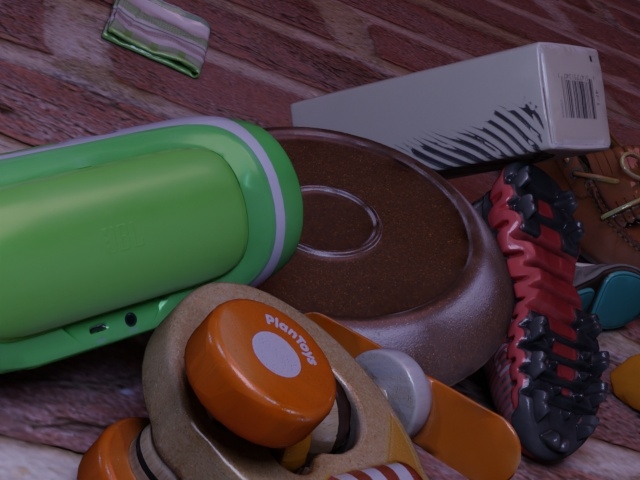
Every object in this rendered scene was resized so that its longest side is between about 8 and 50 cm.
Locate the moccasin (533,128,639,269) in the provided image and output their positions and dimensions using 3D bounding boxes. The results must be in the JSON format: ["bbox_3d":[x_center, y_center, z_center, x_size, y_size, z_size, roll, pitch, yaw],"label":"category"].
[{"bbox_3d":[0.331,-0.054,1.561,0.139,0.147,0.380,15,26,-27],"label":"moccasin"}]

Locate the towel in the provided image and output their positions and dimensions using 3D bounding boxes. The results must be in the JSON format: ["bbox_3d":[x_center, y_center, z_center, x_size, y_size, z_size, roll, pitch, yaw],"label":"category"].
[{"bbox_3d":[-0.172,-0.227,1.538,0.113,0.023,0.152,22,24,-11],"label":"towel"}]

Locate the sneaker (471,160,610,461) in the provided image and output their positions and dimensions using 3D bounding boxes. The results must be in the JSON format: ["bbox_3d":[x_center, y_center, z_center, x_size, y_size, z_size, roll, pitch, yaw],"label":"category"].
[{"bbox_3d":[0.155,0.070,1.178,0.098,0.135,0.276,28,43,-32],"label":"sneaker"}]

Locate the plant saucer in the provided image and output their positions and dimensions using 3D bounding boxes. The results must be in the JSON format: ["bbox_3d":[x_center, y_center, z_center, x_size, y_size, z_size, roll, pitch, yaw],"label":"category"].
[{"bbox_3d":[0.000,0.000,1.086,0.311,0.050,0.310,8,38,-6],"label":"plant saucer"}]

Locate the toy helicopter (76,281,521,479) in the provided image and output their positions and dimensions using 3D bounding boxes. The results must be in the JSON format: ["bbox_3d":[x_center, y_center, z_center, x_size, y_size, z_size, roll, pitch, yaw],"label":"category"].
[{"bbox_3d":[0.047,0.156,0.853,0.355,0.140,0.235,41,27,-1],"label":"toy helicopter"}]

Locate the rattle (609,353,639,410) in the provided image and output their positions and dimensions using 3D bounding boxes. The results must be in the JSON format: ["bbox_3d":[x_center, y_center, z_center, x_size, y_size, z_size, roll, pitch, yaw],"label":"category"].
[{"bbox_3d":[0.377,0.134,1.297,0.143,0.130,0.200,-11,8,40],"label":"rattle"}]

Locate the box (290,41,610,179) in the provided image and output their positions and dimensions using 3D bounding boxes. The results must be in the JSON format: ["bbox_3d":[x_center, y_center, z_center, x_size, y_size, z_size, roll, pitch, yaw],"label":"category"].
[{"bbox_3d":[0.112,-0.104,1.297,0.275,0.094,0.113,-10,-4,40],"label":"box"}]

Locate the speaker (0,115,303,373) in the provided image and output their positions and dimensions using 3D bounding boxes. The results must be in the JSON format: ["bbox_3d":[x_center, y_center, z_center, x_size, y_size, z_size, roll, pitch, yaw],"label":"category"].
[{"bbox_3d":[-0.153,0.002,0.881,0.297,0.131,0.131,-16,47,-41],"label":"speaker"}]

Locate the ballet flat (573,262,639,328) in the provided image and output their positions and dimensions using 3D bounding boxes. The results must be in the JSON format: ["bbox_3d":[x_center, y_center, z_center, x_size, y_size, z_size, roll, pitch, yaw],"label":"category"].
[{"bbox_3d":[0.238,0.046,1.349,0.068,0.072,0.213,35,23,33],"label":"ballet flat"}]
